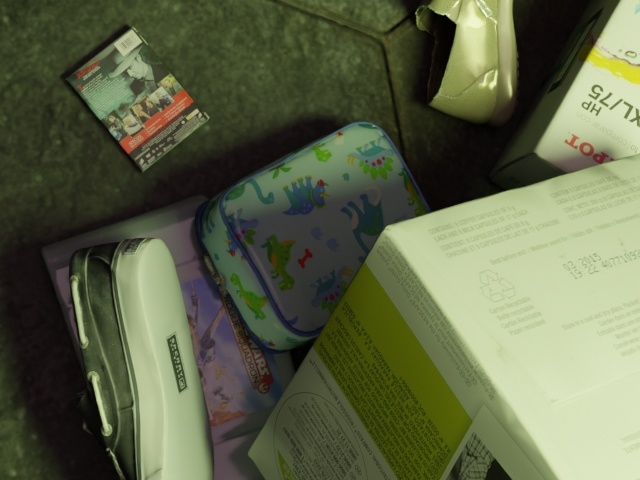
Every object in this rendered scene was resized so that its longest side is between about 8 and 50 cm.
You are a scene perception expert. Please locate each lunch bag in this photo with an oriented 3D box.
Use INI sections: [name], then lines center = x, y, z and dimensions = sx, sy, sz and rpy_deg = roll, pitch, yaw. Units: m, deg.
[lunch bag]
center = 0.000, 0.000, 1.842
dimensions = 0.219, 0.090, 0.176
rpy_deg = -30, 89, -32

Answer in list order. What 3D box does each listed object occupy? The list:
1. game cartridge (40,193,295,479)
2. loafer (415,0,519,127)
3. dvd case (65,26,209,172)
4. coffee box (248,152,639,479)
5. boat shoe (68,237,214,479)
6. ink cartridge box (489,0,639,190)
[game cartridge]
center = -0.131, 0.115, 1.860
dimensions = 0.198, 0.062, 0.297
rpy_deg = -20, 88, -5
[loafer]
center = 0.141, -0.245, 1.908
dimensions = 0.092, 0.102, 0.268
rpy_deg = -4, 86, -15
[dvd case]
center = -0.180, -0.139, 1.895
dimensions = 0.087, 0.013, 0.119
rpy_deg = -40, 92, -10
[coffee box]
center = 0.200, 0.180, 1.650
dimensions = 0.338, 0.334, 0.338
rpy_deg = -15, 58, -37
[boat shoe]
center = -0.174, 0.149, 1.779
dimensions = 0.102, 0.108, 0.301
rpy_deg = -6, 99, 23
[ink cartridge box]
center = 0.329, -0.133, 1.875
dimensions = 0.198, 0.197, 0.270
rpy_deg = 31, 81, -4
